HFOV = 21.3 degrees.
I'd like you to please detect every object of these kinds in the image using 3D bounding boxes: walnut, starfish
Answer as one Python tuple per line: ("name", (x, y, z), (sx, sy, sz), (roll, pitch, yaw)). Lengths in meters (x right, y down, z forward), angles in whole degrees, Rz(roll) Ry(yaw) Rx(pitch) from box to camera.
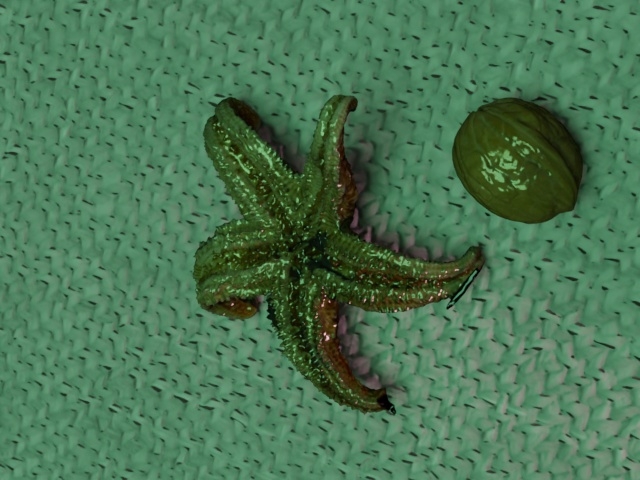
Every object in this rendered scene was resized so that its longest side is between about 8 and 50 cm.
("walnut", (0.175, -0.068, 1.497), (0.124, 0.105, 0.105), (46, 117, -3))
("starfish", (0.004, -0.002, 1.592), (0.303, 0.113, 0.312), (20, 119, 23))
